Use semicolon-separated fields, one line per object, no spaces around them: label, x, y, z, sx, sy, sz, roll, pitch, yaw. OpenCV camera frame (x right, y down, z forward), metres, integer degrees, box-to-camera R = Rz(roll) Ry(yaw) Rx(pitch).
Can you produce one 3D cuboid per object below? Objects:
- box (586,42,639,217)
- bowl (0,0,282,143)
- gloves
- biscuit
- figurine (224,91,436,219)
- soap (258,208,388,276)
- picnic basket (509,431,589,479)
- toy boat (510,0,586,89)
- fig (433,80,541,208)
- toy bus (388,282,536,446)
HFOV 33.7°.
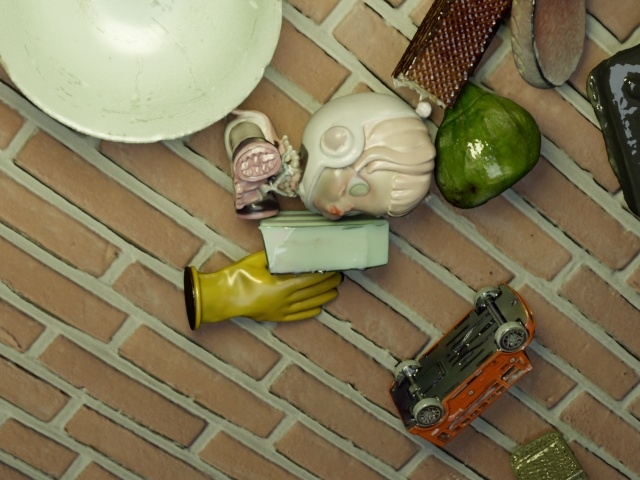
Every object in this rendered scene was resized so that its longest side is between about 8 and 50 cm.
box;0.682;-0.225;1.886;0.359;0.091;0.350;-24;116;3
bowl;-0.281;-0.382;1.623;0.435;0.196;0.434;-3;117;-5
gloves;-0.097;0.093;1.955;0.295;0.116;0.133;-5;145;-15
biscuit;0.220;-0.341;1.745;0.106;0.070;0.252;30;93;-20
figurine;0.017;-0.143;1.763;0.362;0.253;0.210;1;83;-3
soap;0.000;0.000;1.868;0.231;0.145;0.091;-3;105;-9
picnic basket;0.498;0.519;2.202;0.134;0.154;0.196;-33;120;4
toy boat;0.370;-0.362;1.770;0.155;0.085;0.227;-37;131;-29
fig;0.255;-0.187;1.813;0.203;0.203;0.235;-34;94;10
toy bus;0.293;0.242;2.048;0.153;0.143;0.329;35;107;-32
